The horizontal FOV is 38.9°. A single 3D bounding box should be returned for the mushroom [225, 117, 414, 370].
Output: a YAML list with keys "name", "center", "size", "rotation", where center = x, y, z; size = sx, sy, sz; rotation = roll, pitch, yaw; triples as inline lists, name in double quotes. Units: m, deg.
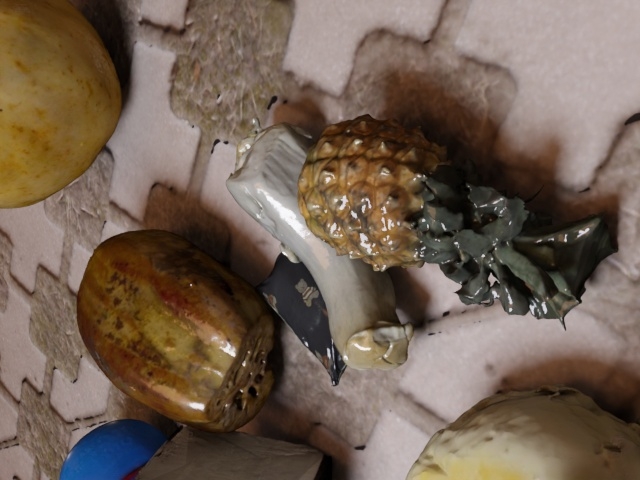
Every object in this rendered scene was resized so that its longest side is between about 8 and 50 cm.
- name: "mushroom"
  center: [0.001, -0.001, 0.845]
  size: [0.099, 0.096, 0.278]
  rotation: [-38, 71, 16]

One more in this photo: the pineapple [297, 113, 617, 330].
- name: "pineapple"
  center: [0.101, -0.018, 0.708]
  size: [0.248, 0.128, 0.128]
  rotation: [24, 119, 38]

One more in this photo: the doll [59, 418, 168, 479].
- name: "doll"
  center: [-0.226, 0.333, 1.173]
  size: [0.257, 0.215, 0.161]
  rotation: [27, 155, 49]

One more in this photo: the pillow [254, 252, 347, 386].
- name: "pillow"
  center: [-0.005, 0.061, 0.908]
  size: [0.150, 0.048, 0.090]
  rotation: [47, 132, 31]

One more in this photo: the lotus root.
- name: "lotus root"
  center: [-0.164, 0.094, 1.029]
  size: [0.291, 0.193, 0.193]
  rotation: [33, 125, 37]

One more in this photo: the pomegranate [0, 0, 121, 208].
- name: "pomegranate"
  center: [-0.388, -0.170, 1.108]
  size: [0.307, 0.307, 0.307]
  rotation: [19, 116, 46]

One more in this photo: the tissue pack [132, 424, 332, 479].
- name: "tissue pack"
  center: [-0.109, 0.410, 0.963]
  size: [0.198, 0.210, 0.369]
  rotation: [9, 102, 7]

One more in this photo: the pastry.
- name: "pastry"
  center: [0.172, 0.237, 0.684]
  size: [0.265, 0.133, 0.264]
  rotation: [18, 114, 47]
